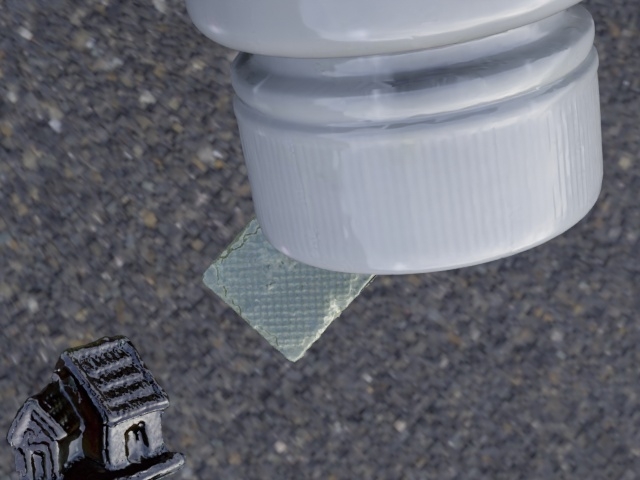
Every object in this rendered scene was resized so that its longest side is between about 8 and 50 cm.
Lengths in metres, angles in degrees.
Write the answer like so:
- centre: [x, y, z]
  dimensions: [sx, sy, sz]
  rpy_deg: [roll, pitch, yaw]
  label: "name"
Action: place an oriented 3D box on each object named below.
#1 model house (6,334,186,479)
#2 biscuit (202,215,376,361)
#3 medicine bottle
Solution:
- centre: [-0.241, 0.183, 1.440]
  dimensions: [0.165, 0.106, 0.152]
  rpy_deg: [-18, 110, -40]
  label: "model house"
- centre: [0.000, 0.000, 1.247]
  dimensions: [0.121, 0.040, 0.199]
  rpy_deg: [42, 99, 4]
  label: "biscuit"
- centre: [0.031, -0.172, 0.644]
  dimensions: [0.208, 0.208, 0.339]
  rpy_deg: [-18, 114, -18]
  label: "medicine bottle"
